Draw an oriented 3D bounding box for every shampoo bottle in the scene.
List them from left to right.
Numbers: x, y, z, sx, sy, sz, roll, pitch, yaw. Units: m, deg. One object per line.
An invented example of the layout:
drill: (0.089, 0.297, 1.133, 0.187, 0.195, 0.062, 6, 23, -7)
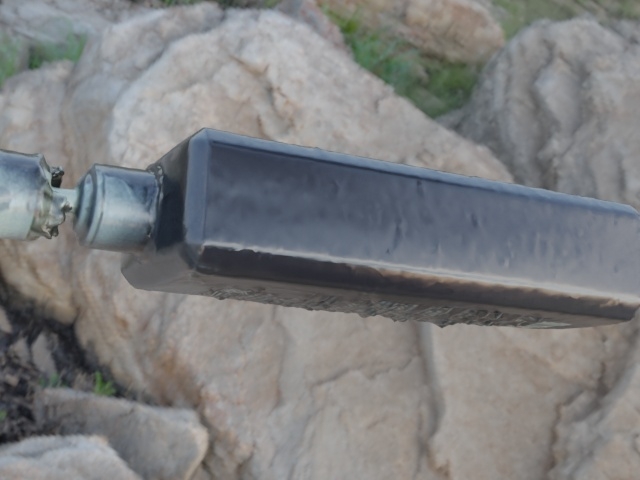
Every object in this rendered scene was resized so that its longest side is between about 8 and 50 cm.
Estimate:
shampoo bottle: (0.000, 0.000, 0.501, 0.309, 0.098, 0.071, 7, 81, -26)
